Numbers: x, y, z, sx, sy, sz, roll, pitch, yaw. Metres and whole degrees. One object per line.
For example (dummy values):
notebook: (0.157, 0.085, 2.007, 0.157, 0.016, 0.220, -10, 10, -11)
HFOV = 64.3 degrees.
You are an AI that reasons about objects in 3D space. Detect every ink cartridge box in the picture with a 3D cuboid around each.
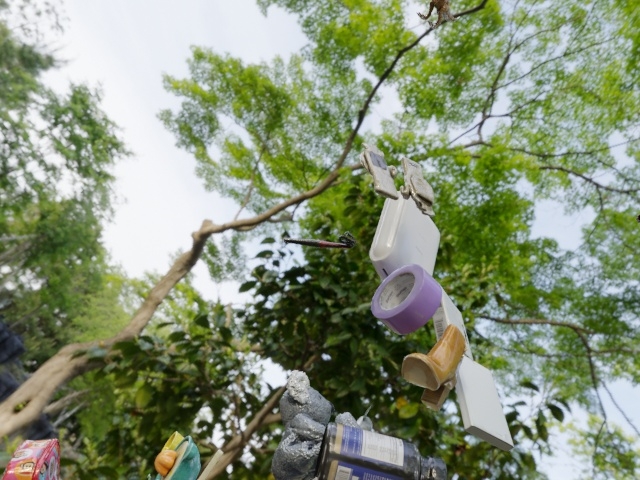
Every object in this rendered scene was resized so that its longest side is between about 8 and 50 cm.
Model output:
ink cartridge box: (0.419, 0.281, 1.644, 0.066, 0.188, 0.232, -18, -37, 18)

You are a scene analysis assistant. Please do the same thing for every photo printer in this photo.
photo printer: (0.280, 0.029, 1.673, 0.107, 0.307, 0.256, -13, -47, 40)

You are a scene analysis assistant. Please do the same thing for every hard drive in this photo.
hard drive: (0.550, 0.548, 1.763, 0.203, 0.307, 0.040, 31, -59, -20)

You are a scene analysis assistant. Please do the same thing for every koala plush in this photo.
koala plush: (-0.032, 0.425, 1.175, 0.221, 0.204, 0.196, -114, -160, -43)

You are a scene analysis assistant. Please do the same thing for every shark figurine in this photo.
shark figurine: (0.117, 0.638, 1.593, 0.116, 0.278, 0.166, 42, -51, 17)

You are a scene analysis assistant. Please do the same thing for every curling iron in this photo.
curling iron: (0.000, 0.000, 1.915, 0.035, 0.274, 0.068, -110, -160, -76)

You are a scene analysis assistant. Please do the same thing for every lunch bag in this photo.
lunch bag: (-0.809, 0.720, 1.427, 0.258, 0.120, 0.292, -168, -99, -75)

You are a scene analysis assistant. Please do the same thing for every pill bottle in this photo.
pill bottle: (0.105, 0.412, 0.913, 0.220, 0.122, 0.122, 14, -38, 2)

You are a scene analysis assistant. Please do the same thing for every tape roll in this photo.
tape roll: (0.236, 0.160, 1.403, 0.080, 0.188, 0.189, 42, -28, -21)

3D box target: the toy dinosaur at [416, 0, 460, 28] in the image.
toy dinosaur: (0.326, -0.620, 1.363, 0.064, 0.112, 0.211, 47, 7, 36)

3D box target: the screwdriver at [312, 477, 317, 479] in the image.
screwdriver: (-0.046, 0.237, 0.369, 0.024, 0.169, 0.025, 28, 18, -20)

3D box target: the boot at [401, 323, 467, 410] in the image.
boot: (0.314, 0.306, 1.362, 0.104, 0.211, 0.295, 12, -33, 33)

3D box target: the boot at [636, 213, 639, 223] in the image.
boot: (0.721, -0.008, 1.044, 0.207, 0.090, 0.248, 24, -37, -14)

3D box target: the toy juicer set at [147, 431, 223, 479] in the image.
toy juicer set: (-0.322, 0.506, 1.051, 0.090, 0.209, 0.329, 37, -29, -12)

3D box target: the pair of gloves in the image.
pair of gloves: (0.210, -0.167, 1.396, 0.042, 0.240, 0.204, -47, -137, 36)
